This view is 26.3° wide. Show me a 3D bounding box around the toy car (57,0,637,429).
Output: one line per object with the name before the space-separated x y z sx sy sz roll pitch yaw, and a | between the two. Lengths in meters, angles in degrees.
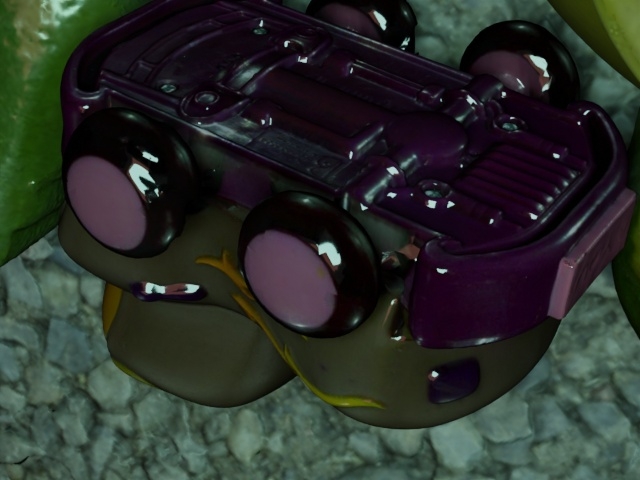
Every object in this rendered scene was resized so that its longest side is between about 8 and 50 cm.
toy car | 0.000 0.000 0.816 0.340 0.271 0.240 25 130 26

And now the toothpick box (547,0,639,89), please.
toothpick box | 0.250 -0.228 0.564 0.409 0.425 0.409 5 110 15

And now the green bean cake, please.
green bean cake | -0.237 -0.128 0.922 0.222 0.125 0.248 38 118 0

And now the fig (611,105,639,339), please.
fig | 0.257 -0.021 0.788 0.195 0.195 0.245 -27 63 24
